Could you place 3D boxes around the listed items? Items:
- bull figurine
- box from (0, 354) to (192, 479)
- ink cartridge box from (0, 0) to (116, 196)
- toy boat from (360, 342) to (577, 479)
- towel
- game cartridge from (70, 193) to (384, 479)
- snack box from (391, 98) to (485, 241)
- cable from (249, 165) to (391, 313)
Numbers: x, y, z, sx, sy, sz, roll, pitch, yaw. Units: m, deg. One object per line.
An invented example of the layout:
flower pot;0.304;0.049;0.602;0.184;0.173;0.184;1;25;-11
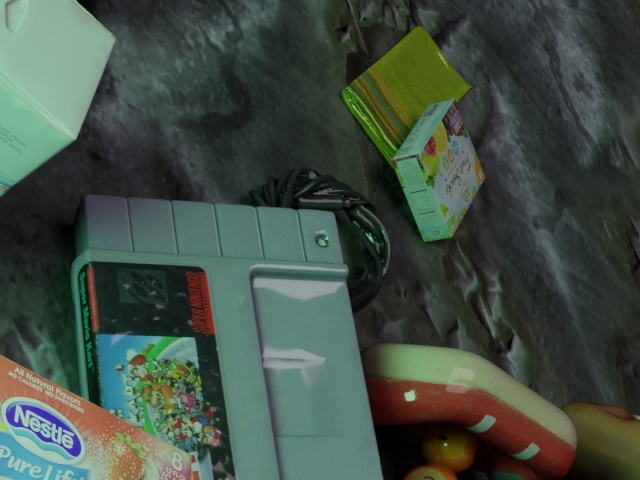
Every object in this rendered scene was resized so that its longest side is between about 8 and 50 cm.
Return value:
bull figurine;0.367;0.246;1.684;0.310;0.101;0.188;30;8;40
box;-0.237;0.163;1.049;0.300;0.142;0.154;33;41;-34
ink cartridge box;-0.259;-0.107;1.209;0.127;0.176;0.128;40;37;-25
toy boat;0.112;0.187;1.514;0.231;0.151;0.151;33;69;-32
towel;0.099;-0.164;1.861;0.102;0.021;0.237;54;33;-7
game cartridge;-0.070;0.127;1.298;0.230;0.068;0.355;6;56;-26
snack box;0.126;-0.075;1.786;0.100;0.037;0.141;68;29;-22
cable;0.000;0.000;1.586;0.150;0.047;0.184;54;36;3
